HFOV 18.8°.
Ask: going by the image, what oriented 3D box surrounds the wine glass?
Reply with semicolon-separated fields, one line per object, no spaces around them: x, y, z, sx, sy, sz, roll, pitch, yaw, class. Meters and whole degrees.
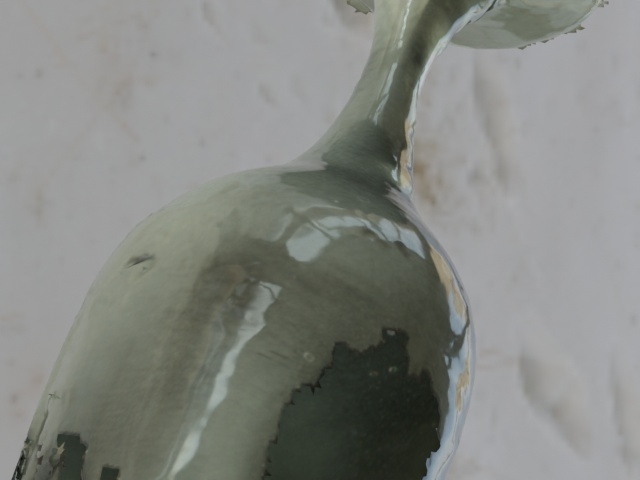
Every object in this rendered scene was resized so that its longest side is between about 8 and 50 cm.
0.000;0.000;0.664;0.143;0.143;0.321;53;47;-45;wine glass
